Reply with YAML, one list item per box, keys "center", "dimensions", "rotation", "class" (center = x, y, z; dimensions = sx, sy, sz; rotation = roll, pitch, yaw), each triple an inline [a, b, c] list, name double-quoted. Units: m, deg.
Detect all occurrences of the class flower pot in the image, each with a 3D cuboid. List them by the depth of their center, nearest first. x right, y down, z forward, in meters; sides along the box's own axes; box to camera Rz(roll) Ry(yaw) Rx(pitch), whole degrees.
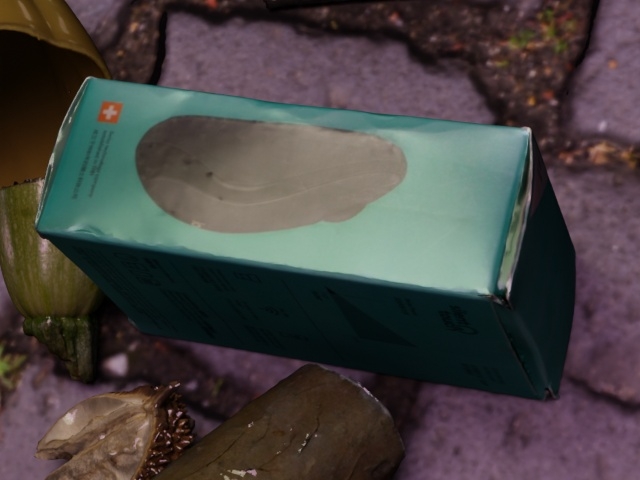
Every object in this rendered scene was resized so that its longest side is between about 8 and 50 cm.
- center: [-0.262, -0.131, 1.374]
  dimensions: [0.195, 0.195, 0.179]
  rotation: [-28, 50, 2]
  class: "flower pot"

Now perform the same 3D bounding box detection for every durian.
- center: [-0.125, 0.143, 1.268]
  dimensions: [0.140, 0.071, 0.110]
  rotation: [-41, 46, 22]
  class: "durian"

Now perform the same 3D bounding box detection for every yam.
- center: [-0.070, 0.187, 1.194]
  dimensions: [0.259, 0.106, 0.106]
  rotation: [-39, 62, -21]
  class: "yam"

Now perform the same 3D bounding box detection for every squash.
- center: [-0.185, 0.032, 1.327]
  dimensions: [0.105, 0.105, 0.132]
  rotation: [-3, 75, 14]
  class: "squash"

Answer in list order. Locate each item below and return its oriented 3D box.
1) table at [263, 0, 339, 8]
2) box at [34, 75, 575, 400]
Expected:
- center: [0.026, -0.352, 1.344]
  dimensions: [0.196, 0.250, 0.282]
  rotation: [-3, 66, 14]
  class: "table"
- center: [0.000, 0.000, 1.225]
  dimensions: [0.311, 0.205, 0.118]
  rotation: [8, 72, 20]
  class: "box"
